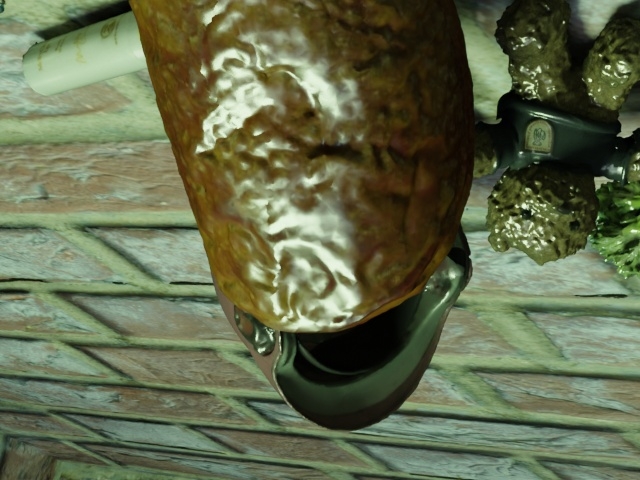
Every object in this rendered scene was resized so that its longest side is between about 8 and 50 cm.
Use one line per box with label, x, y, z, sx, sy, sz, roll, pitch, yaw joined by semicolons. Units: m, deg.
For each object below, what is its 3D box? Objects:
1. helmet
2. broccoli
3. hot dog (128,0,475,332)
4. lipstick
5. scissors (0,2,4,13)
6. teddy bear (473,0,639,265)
helmet;0.000;0.000;1.404;0.271;0.338;0.197;-20;-146;-38
broccoli;0.325;-0.050;1.339;0.122;0.118;0.204;21;145;13
hot dog;-0.023;-0.119;1.116;0.267;0.174;0.387;1;119;26
lipstick;-0.195;-0.188;1.370;0.264;0.059;0.059;-7;150;46
scissors;-0.365;-0.253;1.382;0.119;0.014;0.058;17;153;-13
teddy bear;0.212;-0.101;1.215;0.182;0.129;0.251;11;120;3
